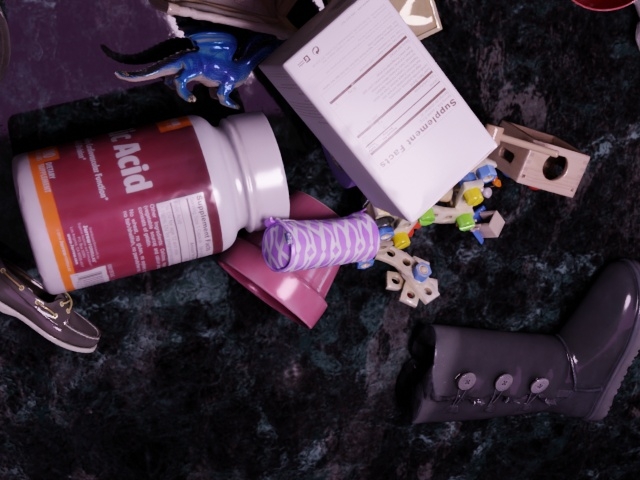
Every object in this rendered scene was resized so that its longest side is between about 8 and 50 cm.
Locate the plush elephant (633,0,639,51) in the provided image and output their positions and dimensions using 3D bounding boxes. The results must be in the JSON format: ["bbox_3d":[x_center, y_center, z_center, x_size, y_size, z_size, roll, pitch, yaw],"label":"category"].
[{"bbox_3d":[0.722,-0.359,1.771,0.272,0.255,0.330,-17,84,31],"label":"plush elephant"}]

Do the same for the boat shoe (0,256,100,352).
[{"bbox_3d":[-0.455,0.109,1.643,0.228,0.081,0.068,34,103,-26],"label":"boat shoe"}]

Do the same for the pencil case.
[{"bbox_3d":[0.000,0.000,1.574,0.206,0.088,0.086,-4,159,-42],"label":"pencil case"}]

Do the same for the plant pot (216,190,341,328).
[{"bbox_3d":[-0.045,0.023,1.697,0.201,0.201,0.180,42,80,-29],"label":"plant pot"}]

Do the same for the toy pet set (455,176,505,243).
[{"bbox_3d":[0.291,-0.060,1.848,0.114,0.065,0.122,49,57,-31],"label":"toy pet set"}]

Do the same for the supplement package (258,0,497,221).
[{"bbox_3d":[0.081,-0.198,1.441,0.175,0.177,0.293,-42,108,-5],"label":"supplement package"}]

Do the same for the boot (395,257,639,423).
[{"bbox_3d":[0.399,0.194,1.957,0.445,0.146,0.367,6,109,-17],"label":"boot"}]

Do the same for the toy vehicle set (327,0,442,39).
[{"bbox_3d":[0.085,-0.435,1.618,0.166,0.035,0.267,-25,119,-7],"label":"toy vehicle set"}]

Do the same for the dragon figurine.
[{"bbox_3d":[-0.181,-0.293,1.557,0.289,0.085,0.144,7,108,-26],"label":"dragon figurine"}]

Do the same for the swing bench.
[{"bbox_3d":[-0.114,-0.443,1.437,0.253,0.165,0.255,4,119,-41],"label":"swing bench"}]

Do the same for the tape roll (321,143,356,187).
[{"bbox_3d":[0.055,-0.186,1.630,0.080,0.189,0.189,-15,117,-12],"label":"tape roll"}]

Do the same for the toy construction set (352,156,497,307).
[{"bbox_3d":[0.165,-0.023,1.747,0.215,0.151,0.327,-6,138,-24],"label":"toy construction set"}]

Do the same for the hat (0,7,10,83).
[{"bbox_3d":[-0.611,-0.301,1.379,0.331,0.134,0.331,-18,135,-19],"label":"hat"}]

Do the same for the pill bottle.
[{"bbox_3d":[-0.261,-0.070,1.551,0.392,0.224,0.224,-15,117,-13],"label":"pill bottle"}]

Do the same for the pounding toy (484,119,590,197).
[{"bbox_3d":[0.364,-0.142,1.761,0.206,0.181,0.094,13,108,-24],"label":"pounding toy"}]

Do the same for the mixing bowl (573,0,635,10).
[{"bbox_3d":[0.494,-0.481,1.686,0.181,0.098,0.181,4,101,21],"label":"mixing bowl"}]
